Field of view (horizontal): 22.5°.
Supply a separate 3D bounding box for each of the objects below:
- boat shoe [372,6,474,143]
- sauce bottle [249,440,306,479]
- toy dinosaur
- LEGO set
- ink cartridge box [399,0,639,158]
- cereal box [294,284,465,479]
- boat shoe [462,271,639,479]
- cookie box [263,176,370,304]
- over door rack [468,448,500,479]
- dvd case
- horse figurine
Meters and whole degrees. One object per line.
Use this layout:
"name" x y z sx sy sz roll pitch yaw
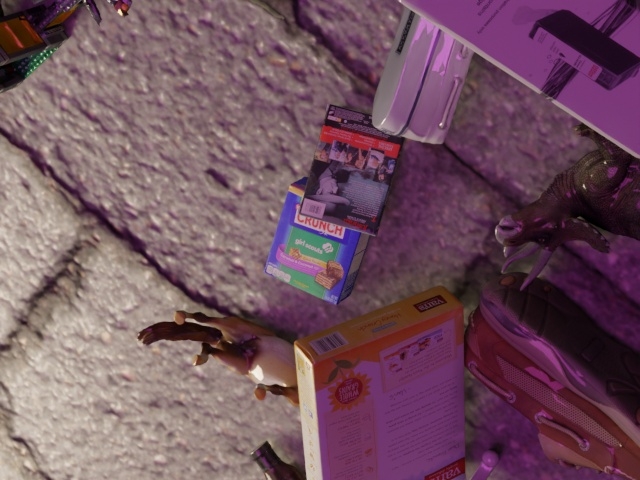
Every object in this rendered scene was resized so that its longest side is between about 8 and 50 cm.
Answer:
"boat shoe" 0.130 -0.217 1.555 0.084 0.095 0.258 17 111 -16
"sauce bottle" -0.032 0.283 1.804 0.042 0.042 0.128 -40 89 28
"toy dinosaur" 0.324 -0.050 1.522 0.313 0.121 0.160 0 119 18
"LEGO set" -0.352 -0.284 1.666 0.331 0.192 0.255 -27 95 28
"ink cartridge box" 0.201 -0.220 1.398 0.273 0.197 0.114 31 119 -21
"cereal box" 0.065 0.177 1.630 0.047 0.173 0.240 45 146 47
"boat shoe" 0.274 0.171 1.602 0.324 0.123 0.116 43 124 16
"cookie box" 0.000 0.000 1.697 0.092 0.040 0.107 24 114 15
"over door rack" 0.184 0.398 1.616 0.239 0.324 0.108 33 160 10
"dvd case" 0.033 -0.072 1.649 0.087 0.013 0.119 15 88 15
"horse figurine" -0.062 0.135 1.718 0.263 0.174 0.066 26 94 22
